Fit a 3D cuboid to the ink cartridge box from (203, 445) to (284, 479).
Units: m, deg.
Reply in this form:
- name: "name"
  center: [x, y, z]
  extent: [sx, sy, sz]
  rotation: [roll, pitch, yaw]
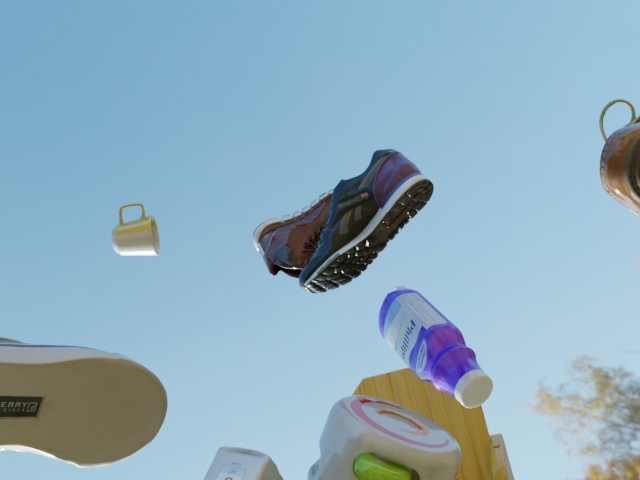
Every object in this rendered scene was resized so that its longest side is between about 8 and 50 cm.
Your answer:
- name: "ink cartridge box"
  center: [-0.122, 0.514, 0.986]
  extent: [0.308, 0.091, 0.385]
  rotation: [71, -149, -41]

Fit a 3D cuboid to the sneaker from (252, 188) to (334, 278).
- name: "sneaker"
  center: [0.000, 0.000, 1.668]
  extent: [0.281, 0.163, 0.106]
  rotation: [-26, -37, 5]

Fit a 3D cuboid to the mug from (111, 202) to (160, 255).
- name: "mug"
  center: [-0.284, -0.010, 1.176]
  extent: [0.064, 0.062, 0.078]
  rotation: [-8, -115, -1]

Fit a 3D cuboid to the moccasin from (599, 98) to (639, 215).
- name: "moccasin"
  center: [0.442, -0.110, 1.010]
  extent: [0.380, 0.147, 0.139]
  rotation: [-17, -62, -49]

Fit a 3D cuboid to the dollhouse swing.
- name: "dollhouse swing"
  center: [0.216, 0.456, 1.660]
  extent: [0.315, 0.346, 0.305]
  rotation: [-29, -76, -77]

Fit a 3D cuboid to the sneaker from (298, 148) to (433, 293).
- name: "sneaker"
  center: [0.056, -0.034, 1.317]
  extent: [0.283, 0.124, 0.107]
  rotation: [-45, -29, 8]

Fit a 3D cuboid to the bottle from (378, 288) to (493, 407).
- name: "bottle"
  center: [0.207, 0.197, 1.404]
  extent: [0.092, 0.283, 0.118]
  rotation: [-3, -63, -25]

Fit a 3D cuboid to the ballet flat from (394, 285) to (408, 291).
- name: "ballet flat"
  center: [0.189, 0.124, 1.791]
  extent: [0.041, 0.114, 0.041]
  rotation: [0, -90, -1]

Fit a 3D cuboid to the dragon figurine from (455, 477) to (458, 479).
- name: "dragon figurine"
  center: [0.328, 0.513, 1.407]
  extent: [0.085, 0.289, 0.144]
  rotation: [-5, -80, -74]

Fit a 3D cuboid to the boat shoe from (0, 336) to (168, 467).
- name: "boat shoe"
  center: [-0.319, 0.142, 0.779]
  extent: [0.340, 0.158, 0.127]
  rotation: [28, -98, -54]

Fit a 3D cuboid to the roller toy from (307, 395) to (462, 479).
- name: "roller toy"
  center: [0.087, 0.317, 1.062]
  extent: [0.209, 0.191, 0.146]
  rotation: [14, -82, -39]
